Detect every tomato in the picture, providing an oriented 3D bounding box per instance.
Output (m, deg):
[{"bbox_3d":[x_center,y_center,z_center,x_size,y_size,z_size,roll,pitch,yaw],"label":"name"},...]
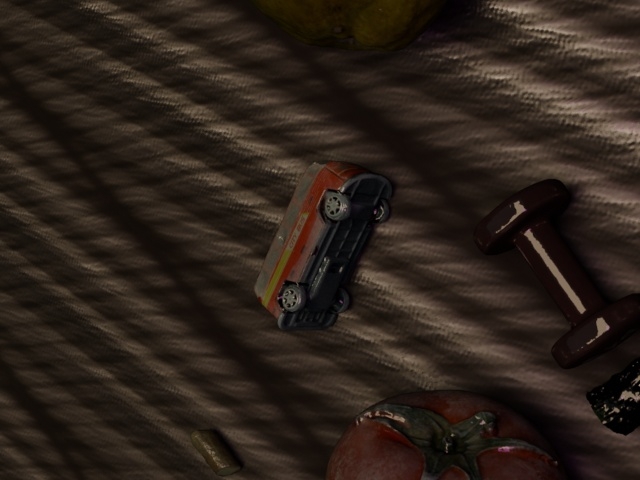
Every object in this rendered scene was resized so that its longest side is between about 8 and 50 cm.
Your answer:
[{"bbox_3d":[0.160,0.337,1.333,0.316,0.316,0.282,25,129,32],"label":"tomato"}]

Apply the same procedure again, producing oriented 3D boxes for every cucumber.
[{"bbox_3d":[0.455,0.122,1.264,0.303,0.072,0.081,-48,66,26],"label":"cucumber"}]

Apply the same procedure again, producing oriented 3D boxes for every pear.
[{"bbox_3d":[0.023,-0.448,1.391,0.352,0.352,0.413,-9,83,35],"label":"pear"}]

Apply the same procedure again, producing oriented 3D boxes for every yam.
[{"bbox_3d":[-0.175,0.351,1.727,0.094,0.043,0.043,49,116,25],"label":"yam"}]

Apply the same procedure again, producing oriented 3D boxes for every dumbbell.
[{"bbox_3d":[0.307,0.042,1.333,0.140,0.124,0.225,-43,68,27],"label":"dumbbell"}]

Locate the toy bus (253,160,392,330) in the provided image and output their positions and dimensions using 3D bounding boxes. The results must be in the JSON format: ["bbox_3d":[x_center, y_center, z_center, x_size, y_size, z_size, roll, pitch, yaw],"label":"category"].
[{"bbox_3d":[0.000,0.000,1.554,0.120,0.121,0.265,38,112,38],"label":"toy bus"}]
